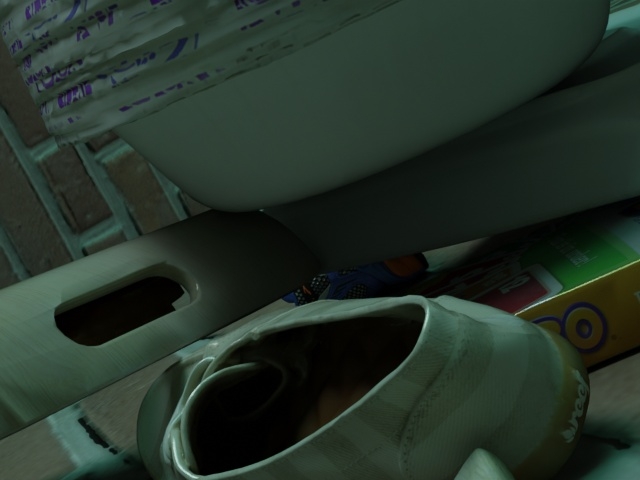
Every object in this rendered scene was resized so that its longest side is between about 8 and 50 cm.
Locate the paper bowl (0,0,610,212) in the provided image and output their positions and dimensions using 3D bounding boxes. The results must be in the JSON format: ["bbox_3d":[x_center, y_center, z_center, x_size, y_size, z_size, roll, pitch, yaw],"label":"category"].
[{"bbox_3d":[0.008,-0.113,0.575,0.284,0.148,0.284,-23,11,5],"label":"paper bowl"}]

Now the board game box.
[{"bbox_3d":[0.136,-0.002,0.491,0.259,0.039,0.124,-23,8,18],"label":"board game box"}]

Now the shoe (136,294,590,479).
[{"bbox_3d":[-0.009,0.050,0.442,0.219,0.058,0.076,-16,57,52],"label":"shoe"}]

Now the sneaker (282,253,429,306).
[{"bbox_3d":[0.000,0.000,0.851,0.087,0.083,0.221,-32,5,-3],"label":"sneaker"}]

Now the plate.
[{"bbox_3d":[0.115,-0.067,0.650,0.278,0.045,0.277,-15,14,42],"label":"plate"}]

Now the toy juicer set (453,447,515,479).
[{"bbox_3d":[-0.068,0.109,0.212,0.329,0.089,0.209,-30,6,-18],"label":"toy juicer set"}]

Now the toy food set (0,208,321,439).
[{"bbox_3d":[-0.159,0.100,0.599,0.306,0.092,0.220,-35,-6,38],"label":"toy food set"}]
